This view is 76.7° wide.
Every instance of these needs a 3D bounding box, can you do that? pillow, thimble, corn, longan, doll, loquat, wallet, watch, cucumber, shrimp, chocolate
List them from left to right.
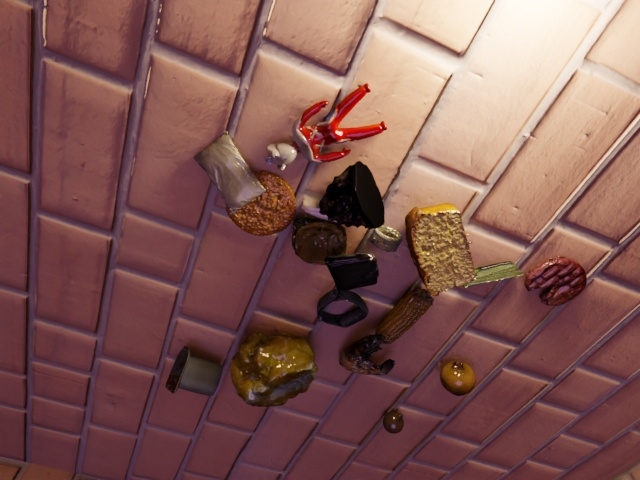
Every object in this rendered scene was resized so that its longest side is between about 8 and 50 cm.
[{"bbox_3d":[-0.295,-0.215,1.309,0.148,0.050,0.229,-31,103,12],"label":"pillow"},{"bbox_3d":[0.002,-0.319,1.233,0.384,0.099,0.188,-24,118,9],"label":"doll"},{"bbox_3d":[0.076,0.271,1.602,0.193,0.068,0.206,35,130,-29],"label":"watch"},{"bbox_3d":[0.086,-0.119,1.300,0.177,0.224,0.206,-17,138,28],"label":"chocolate"},{"bbox_3d":[0.121,0.118,1.438,0.173,0.045,0.318,-8,157,6],"label":"wallet"},{"bbox_3d":[0.218,0.494,1.714,0.233,0.071,0.365,26,138,-8],"label":"shrimp"},{"bbox_3d":[0.229,-0.007,1.424,0.110,0.084,0.062,15,123,-10],"label":"thimble"},{"bbox_3d":[0.363,0.898,2.001,0.113,0.092,0.113,1,101,6],"label":"longan"},{"bbox_3d":[0.327,0.304,1.611,0.115,0.115,0.317,27,121,-14],"label":"corn"},{"bbox_3d":[0.603,0.604,1.776,0.163,0.137,0.163,12,125,17],"label":"loquat"},{"bbox_3d":[0.638,0.118,1.516,0.220,0.046,0.070,-15,119,10],"label":"cucumber"}]

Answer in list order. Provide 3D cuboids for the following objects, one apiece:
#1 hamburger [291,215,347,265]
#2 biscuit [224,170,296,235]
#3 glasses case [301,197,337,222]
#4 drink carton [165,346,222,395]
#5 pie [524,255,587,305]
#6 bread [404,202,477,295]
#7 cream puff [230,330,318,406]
[{"bbox_3d":[0.000,0.000,1.431,0.206,0.130,0.183,10,123,17],"label":"hamburger"},{"bbox_3d":[-0.206,-0.121,1.396,0.254,0.035,0.253,1,122,1],"label":"biscuit"},{"bbox_3d":[0.034,-0.099,1.376,0.204,0.081,0.051,15,118,-6],"label":"glasses case"},{"bbox_3d":[-0.545,0.588,1.779,0.190,0.191,0.185,25,158,-22],"label":"drink carton"},{"bbox_3d":[0.888,0.155,1.526,0.204,0.054,0.218,-32,114,21],"label":"pie"},{"bbox_3d":[0.393,0.002,1.372,0.194,0.179,0.340,-18,118,11],"label":"bread"},{"bbox_3d":[-0.204,0.512,1.692,0.378,0.275,0.378,-18,140,-16],"label":"cream puff"}]
